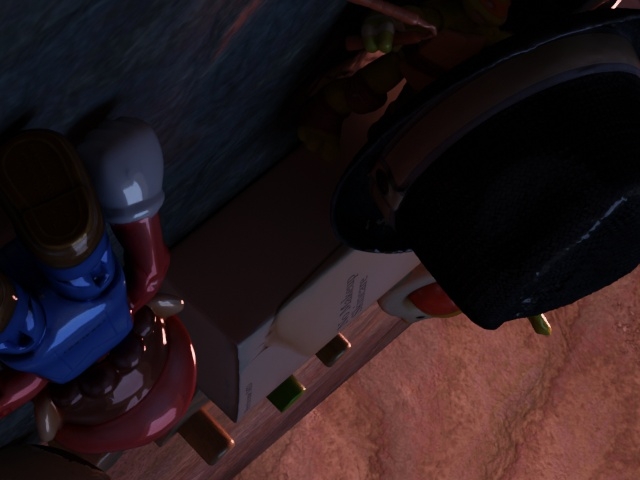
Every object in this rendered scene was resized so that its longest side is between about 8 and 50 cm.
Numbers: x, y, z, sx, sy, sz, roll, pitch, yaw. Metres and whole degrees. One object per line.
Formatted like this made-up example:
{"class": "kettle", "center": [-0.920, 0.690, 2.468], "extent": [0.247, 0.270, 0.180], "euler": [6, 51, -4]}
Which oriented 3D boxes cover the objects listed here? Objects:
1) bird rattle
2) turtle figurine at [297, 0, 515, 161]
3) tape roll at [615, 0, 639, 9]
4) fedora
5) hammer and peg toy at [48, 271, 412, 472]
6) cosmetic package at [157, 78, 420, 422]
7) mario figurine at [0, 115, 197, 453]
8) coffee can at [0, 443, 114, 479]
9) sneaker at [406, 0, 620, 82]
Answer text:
{"class": "bird rattle", "center": [0.159, 0.039, 2.088], "extent": [0.207, 0.143, 0.253], "euler": [-18, 169, 9]}
{"class": "turtle figurine", "center": [0.073, -0.143, 1.528], "extent": [0.270, 0.087, 0.217], "euler": [0, 148, -41]}
{"class": "tape roll", "center": [0.369, -0.271, 1.841], "extent": [0.219, 0.219, 0.072], "euler": [-47, 170, 28]}
{"class": "fedora", "center": [0.171, -0.034, 1.551], "extent": [0.334, 0.152, 0.334], "euler": [-23, 161, -8]}
{"class": "hammer and peg toy", "center": [-0.081, 0.110, 1.950], "extent": [0.361, 0.127, 0.266], "euler": [-38, 170, -34]}
{"class": "cosmetic package", "center": [0.000, 0.000, 1.755], "extent": [0.309, 0.113, 0.160], "euler": [-41, 160, -22]}
{"class": "mario figurine", "center": [-0.183, 0.030, 1.227], "extent": [0.198, 0.170, 0.320], "euler": [-8, 160, 3]}
{"class": "coffee can", "center": [-0.303, 0.350, 1.847], "extent": [0.275, 0.201, 0.201], "euler": [-48, 171, 30]}
{"class": "sneaker", "center": [0.170, -0.193, 1.626], "extent": [0.321, 0.126, 0.127], "euler": [-56, 175, 10]}
